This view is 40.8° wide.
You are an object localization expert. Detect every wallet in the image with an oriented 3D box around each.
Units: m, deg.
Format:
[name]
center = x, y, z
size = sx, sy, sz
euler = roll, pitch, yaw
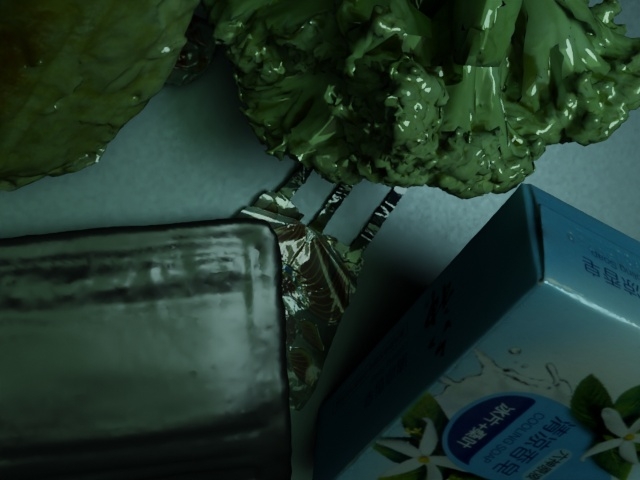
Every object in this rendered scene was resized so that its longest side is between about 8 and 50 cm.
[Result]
[wallet]
center = -0.138, 0.152, 0.523
size = 0.247, 0.041, 0.322
euler = -4, 97, -13

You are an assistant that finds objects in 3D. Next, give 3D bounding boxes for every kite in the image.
[kite]
center = -0.001, 0.000, 0.564
size = 0.127, 0.016, 0.229
euler = 41, 87, -16

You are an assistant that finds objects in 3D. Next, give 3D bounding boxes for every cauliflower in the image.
[cauliflower]
center = 0.072, -0.165, 0.447
size = 0.272, 0.250, 0.275
euler = -15, 78, -15

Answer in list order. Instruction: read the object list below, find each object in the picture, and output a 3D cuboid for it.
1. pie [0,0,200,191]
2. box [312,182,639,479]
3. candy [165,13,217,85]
[pie]
center = -0.204, -0.128, 0.400
size = 0.307, 0.071, 0.306
euler = -2, 132, -3
[box]
center = 0.109, 0.095, 0.497
size = 0.143, 0.083, 0.232
euler = 25, 127, -15
[candy]
center = -0.151, -0.137, 0.502
size = 0.182, 0.046, 0.053
euler = 21, 85, -19
